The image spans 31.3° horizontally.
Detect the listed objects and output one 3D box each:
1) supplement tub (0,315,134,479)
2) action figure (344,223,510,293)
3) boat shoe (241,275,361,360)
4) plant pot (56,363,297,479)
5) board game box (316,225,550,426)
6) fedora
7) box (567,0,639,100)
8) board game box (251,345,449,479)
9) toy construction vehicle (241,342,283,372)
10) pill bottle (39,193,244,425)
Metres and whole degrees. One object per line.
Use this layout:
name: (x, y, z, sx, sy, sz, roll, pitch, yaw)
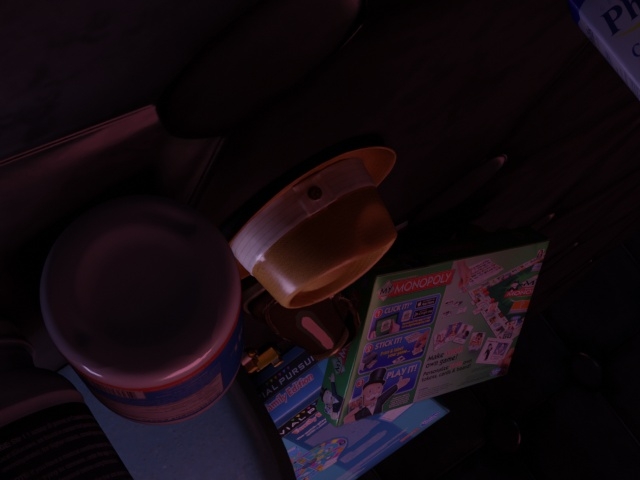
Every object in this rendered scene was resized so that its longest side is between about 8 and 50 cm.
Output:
supplement tub: (-0.204, 0.206, 0.742, 0.191, 0.272, 0.191, -33, 167, -9)
action figure: (0.152, 0.070, 1.533, 0.280, 0.091, 0.139, -29, 143, -27)
boat shoe: (-0.005, 0.071, 1.163, 0.095, 0.095, 0.257, -38, 167, 8)
plant pot: (-0.140, 0.233, 1.050, 0.247, 0.252, 0.247, -35, 166, -5)
board game box: (0.147, 0.103, 1.440, 0.317, 0.046, 0.214, -9, 122, -40)
fedora: (0.000, 0.000, 0.965, 0.194, 0.079, 0.194, -34, 167, -9)
box: (0.293, -0.182, 0.935, 0.126, 0.137, 0.072, -39, 165, 12)
board game box: (0.019, 0.253, 1.676, 0.253, 0.079, 0.336, -37, 147, 7)
toy construction vehicle: (-0.089, 0.166, 1.416, 0.086, 0.035, 0.098, -38, 167, 10)
pill bottle: (-0.114, 0.060, 0.788, 0.124, 0.124, 0.221, -33, 168, -12)
